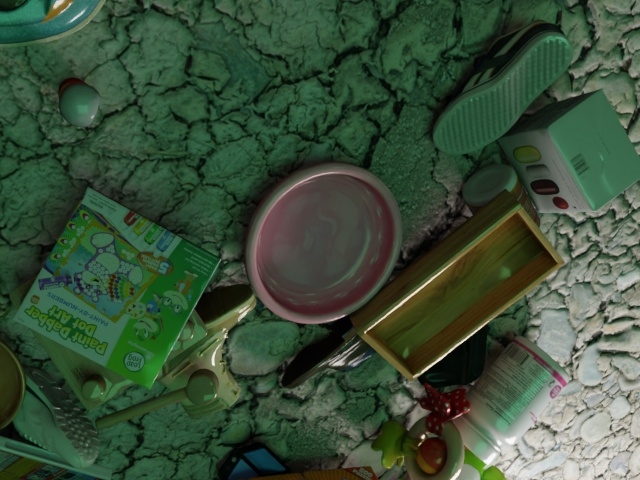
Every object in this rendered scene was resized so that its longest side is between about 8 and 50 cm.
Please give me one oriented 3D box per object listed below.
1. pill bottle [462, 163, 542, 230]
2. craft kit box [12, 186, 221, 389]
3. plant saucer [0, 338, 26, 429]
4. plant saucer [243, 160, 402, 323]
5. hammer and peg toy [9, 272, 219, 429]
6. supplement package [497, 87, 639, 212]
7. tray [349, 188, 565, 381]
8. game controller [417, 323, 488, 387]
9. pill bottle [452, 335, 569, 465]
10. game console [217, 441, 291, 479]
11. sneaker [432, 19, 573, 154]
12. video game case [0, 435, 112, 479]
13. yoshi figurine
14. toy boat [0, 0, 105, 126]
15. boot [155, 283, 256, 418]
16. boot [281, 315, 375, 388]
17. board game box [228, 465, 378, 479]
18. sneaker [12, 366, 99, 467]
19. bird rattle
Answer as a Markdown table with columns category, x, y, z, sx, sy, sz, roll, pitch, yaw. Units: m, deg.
| category | x | y | z | sx | sy | sz | roll | pitch | yaw |
| --- | --- | --- | --- | --- | --- | --- | --- | --- | --- |
| pill bottle | 0.401 | -0.049 | 1.689 | 0.121 | 0.121 | 0.216 | -39 | 121 | -4 |
| craft kit box | -0.330 | 0.078 | 1.299 | 0.249 | 0.061 | 0.247 | 28 | 88 | -7 |
| plant saucer | -0.618 | 0.249 | 1.391 | 0.199 | 0.037 | 0.200 | 0 | 101 | -1 |
| plant saucer | 0.000 | 0.000 | 1.555 | 0.332 | 0.084 | 0.332 | -9 | 113 | -22 |
| hammer and peg toy | -0.346 | 0.178 | 1.391 | 0.265 | 0.127 | 0.361 | -32 | 97 | -7 |
| supplement package | 0.503 | -0.173 | 1.596 | 0.149 | 0.203 | 0.194 | -34 | 99 | -12 |
| tray | 0.280 | 0.099 | 1.629 | 0.411 | 0.076 | 0.203 | -40 | 123 | 9 |
| game controller | 0.304 | 0.197 | 1.799 | 0.166 | 0.067 | 0.319 | -3 | 113 | -7 |
| pill bottle | 0.437 | 0.378 | 1.858 | 0.283 | 0.160 | 0.160 | -48 | 122 | -2 |
| game console | -0.144 | 0.507 | 1.718 | 0.107 | 0.071 | 0.122 | -53 | 124 | -24 |
| sneaker | 0.354 | -0.304 | 1.569 | 0.126 | 0.127 | 0.321 | 38 | 118 | -26 |
| video game case | -0.562 | 0.425 | 1.465 | 0.285 | 0.025 | 0.204 | 29 | 135 | -30 |
| yoshi figurine | 0.322 | 0.652 | 1.932 | 0.362 | 0.203 | 0.203 | -41 | 137 | -5 |
| toy boat | -0.417 | -0.331 | 1.196 | 0.267 | 0.148 | 0.318 | -24 | 119 | -13 |
| boot | -0.203 | 0.223 | 1.559 | 0.262 | 0.095 | 0.203 | -36 | 121 | -4 |
| boot | 0.024 | 0.262 | 1.684 | 0.219 | 0.082 | 0.106 | -40 | 119 | -5 |
| board game box | -0.023 | 0.755 | 1.689 | 0.356 | 0.356 | 0.356 | 2 | 119 | -25 |
| sneaker | -0.489 | 0.334 | 1.421 | 0.095 | 0.235 | 0.090 | -50 | 151 | 2 |
| bird rattle | 0.258 | 0.460 | 1.798 | 0.253 | 0.207 | 0.143 | -40 | 139 | 21 |
